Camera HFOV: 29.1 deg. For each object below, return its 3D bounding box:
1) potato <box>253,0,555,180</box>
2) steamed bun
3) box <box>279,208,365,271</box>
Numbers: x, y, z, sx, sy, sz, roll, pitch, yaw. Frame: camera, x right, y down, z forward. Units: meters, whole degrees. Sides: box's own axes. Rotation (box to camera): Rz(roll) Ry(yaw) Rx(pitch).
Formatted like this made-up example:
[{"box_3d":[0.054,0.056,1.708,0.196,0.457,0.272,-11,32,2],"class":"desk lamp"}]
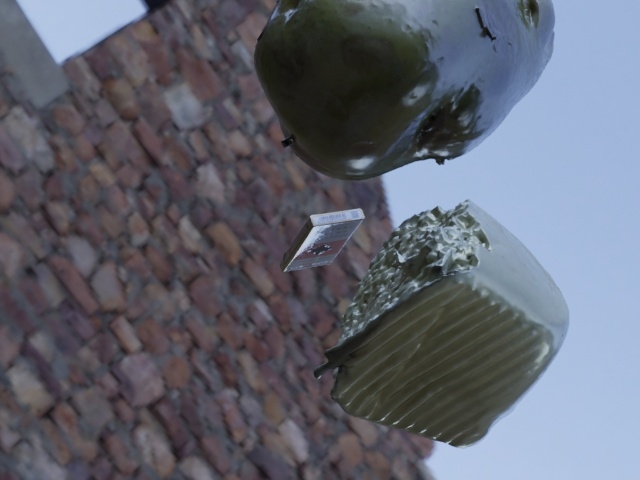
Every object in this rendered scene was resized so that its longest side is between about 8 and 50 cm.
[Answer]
[{"box_3d":[0.093,-0.180,1.185,0.202,0.351,0.218,44,-43,37],"class":"potato"},{"box_3d":[0.157,0.086,1.574,0.273,0.272,0.290,30,-53,-18],"class":"steamed bun"},{"box_3d":[0.000,0.000,0.989,0.083,0.046,0.012,-54,-129,57],"class":"box"}]
